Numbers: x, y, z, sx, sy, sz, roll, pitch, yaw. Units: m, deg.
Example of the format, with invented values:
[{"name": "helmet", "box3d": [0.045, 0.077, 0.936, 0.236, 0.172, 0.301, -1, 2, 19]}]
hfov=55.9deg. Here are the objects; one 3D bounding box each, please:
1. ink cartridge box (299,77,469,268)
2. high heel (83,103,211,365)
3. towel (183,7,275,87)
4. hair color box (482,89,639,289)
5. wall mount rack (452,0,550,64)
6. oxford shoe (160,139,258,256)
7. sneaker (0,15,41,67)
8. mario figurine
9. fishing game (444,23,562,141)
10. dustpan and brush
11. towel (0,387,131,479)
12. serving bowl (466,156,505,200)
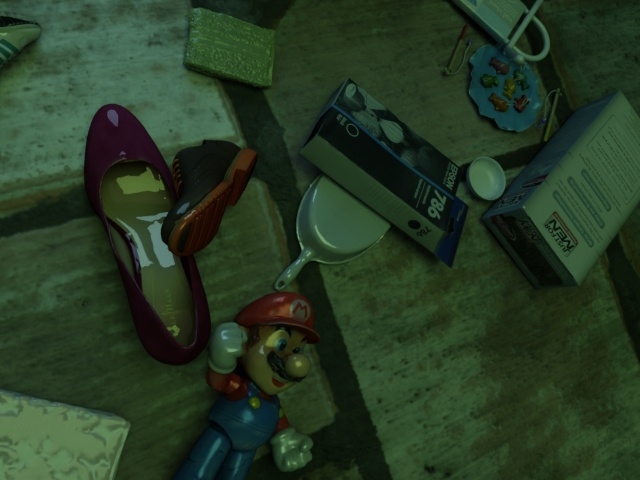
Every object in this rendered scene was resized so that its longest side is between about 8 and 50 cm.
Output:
[{"name": "ink cartridge box", "box3d": [0.135, -0.112, 1.016, 0.333, 0.065, 0.165, 36, 50, -15]}, {"name": "high heel", "box3d": [-0.223, -0.024, 0.800, 0.127, 0.181, 0.377, -18, 88, -25]}, {"name": "towel", "box3d": [-0.144, -0.308, 0.974, 0.148, 0.027, 0.110, 9, 78, -23]}, {"name": "hair color box", "box3d": [0.497, -0.099, 1.161, 0.374, 0.113, 0.185, -44, 102, -24]}, {"name": "wall mount rack", "box3d": [0.316, -0.462, 1.133, 0.350, 0.130, 0.304, 38, 64, -7]}, {"name": "oxford shoe", "box3d": [-0.172, -0.067, 0.833, 0.098, 0.097, 0.271, 24, 28, -2]}, {"name": "sneaker", "box3d": [-0.446, -0.254, 0.813, 0.057, 0.075, 0.161, 18, 32, 18]}, {"name": "mario figurine", "box3d": [-0.081, 0.222, 0.813, 0.170, 0.198, 0.320, 19, 77, 9]}, {"name": "fishing game", "box3d": [0.368, -0.306, 1.189, 0.264, 0.041, 0.189, 32, 67, -15]}, {"name": "dustpan and brush", "box3d": [0.000, 0.000, 0.969, 0.147, 0.060, 0.211, 44, 60, -7]}, {"name": "towel", "box3d": [-0.435, 0.331, 0.714, 0.332, 0.053, 0.317, 21, 72, -19]}, {"name": "serving bowl", "box3d": [0.305, -0.114, 1.131, 0.083, 0.027, 0.083, 4, 79, -23]}]
